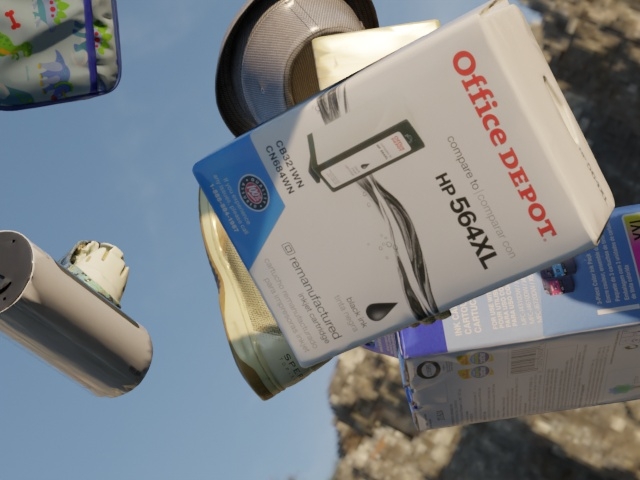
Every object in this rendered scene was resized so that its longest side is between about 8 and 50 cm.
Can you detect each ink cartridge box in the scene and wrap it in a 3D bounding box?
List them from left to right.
[{"bbox_3d":[0.050,-0.033,0.712,0.203,0.148,0.086,-26,7,26],"label":"ink cartridge box"},{"bbox_3d":[0.225,0.102,1.394,0.270,0.396,0.151,73,-173,-62],"label":"ink cartridge box"}]

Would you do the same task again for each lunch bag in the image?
[{"bbox_3d":[-0.307,-0.258,1.292,0.176,0.090,0.218,-9,-70,-27],"label":"lunch bag"}]

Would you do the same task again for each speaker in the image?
[{"bbox_3d":[-0.156,0.047,0.704,0.055,0.055,0.136,-60,-34,-13],"label":"speaker"}]

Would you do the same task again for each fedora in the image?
[{"bbox_3d":[-0.006,-0.202,1.513,0.244,0.124,0.275,-22,-44,-17],"label":"fedora"}]

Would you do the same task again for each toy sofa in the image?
[{"bbox_3d":[0.080,-0.090,1.422,0.362,0.150,0.177,84,178,-67],"label":"toy sofa"}]

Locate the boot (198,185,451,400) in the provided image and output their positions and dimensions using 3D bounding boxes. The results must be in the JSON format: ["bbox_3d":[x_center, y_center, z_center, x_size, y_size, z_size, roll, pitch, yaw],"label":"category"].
[{"bbox_3d":[0.000,0.000,1.093,0.204,0.262,0.095,-24,-41,8],"label":"boot"}]

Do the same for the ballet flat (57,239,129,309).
[{"bbox_3d":[-0.189,0.031,0.977,0.070,0.070,0.188,-66,18,2],"label":"ballet flat"}]
